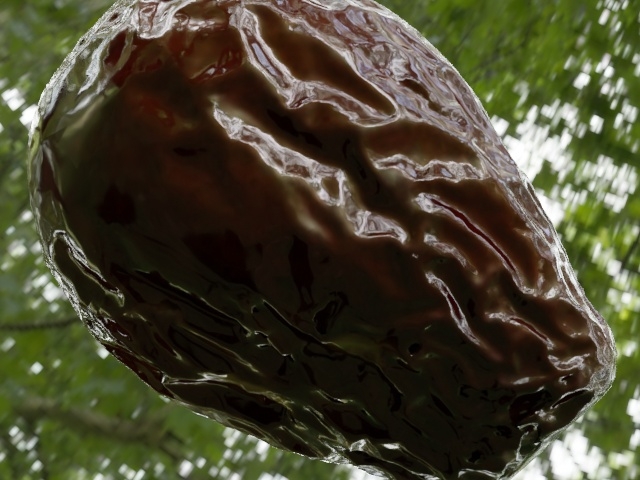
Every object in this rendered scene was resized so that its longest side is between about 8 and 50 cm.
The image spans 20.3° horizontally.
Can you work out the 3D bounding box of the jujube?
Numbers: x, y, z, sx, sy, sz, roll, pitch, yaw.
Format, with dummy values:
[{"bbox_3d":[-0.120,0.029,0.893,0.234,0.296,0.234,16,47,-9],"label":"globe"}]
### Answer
[{"bbox_3d":[0.000,0.000,0.673,0.236,0.168,0.168,40,-61,12],"label":"jujube"}]
